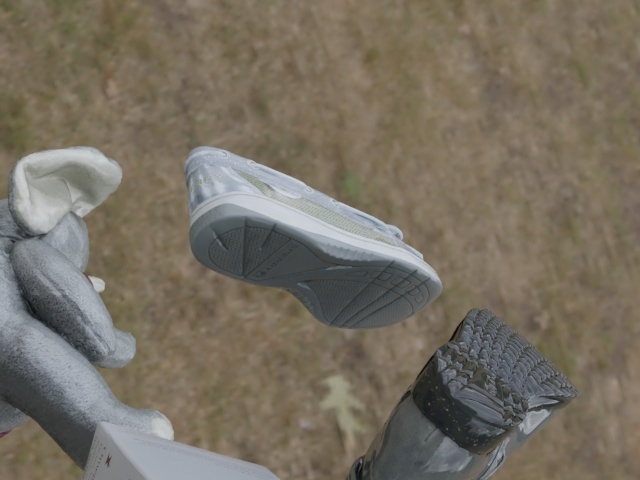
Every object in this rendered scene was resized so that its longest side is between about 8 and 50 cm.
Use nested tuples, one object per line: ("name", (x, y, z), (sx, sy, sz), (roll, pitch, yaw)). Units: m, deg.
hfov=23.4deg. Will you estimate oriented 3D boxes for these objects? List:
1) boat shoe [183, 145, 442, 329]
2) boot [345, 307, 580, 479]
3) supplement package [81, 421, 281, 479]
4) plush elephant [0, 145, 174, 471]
("boat shoe", (-0.003, 0.001, 1.486), (0.320, 0.118, 0.103), (21, 43, -41))
("boot", (0.064, 0.131, 0.940), (0.083, 0.161, 0.246), (42, 16, 14))
("supplement package", (-0.063, 0.169, 0.769), (0.105, 0.179, 0.105), (19, 89, -20))
("plush elephant", (-0.265, 0.067, 1.347), (0.330, 0.272, 0.255), (53, 32, -4))
